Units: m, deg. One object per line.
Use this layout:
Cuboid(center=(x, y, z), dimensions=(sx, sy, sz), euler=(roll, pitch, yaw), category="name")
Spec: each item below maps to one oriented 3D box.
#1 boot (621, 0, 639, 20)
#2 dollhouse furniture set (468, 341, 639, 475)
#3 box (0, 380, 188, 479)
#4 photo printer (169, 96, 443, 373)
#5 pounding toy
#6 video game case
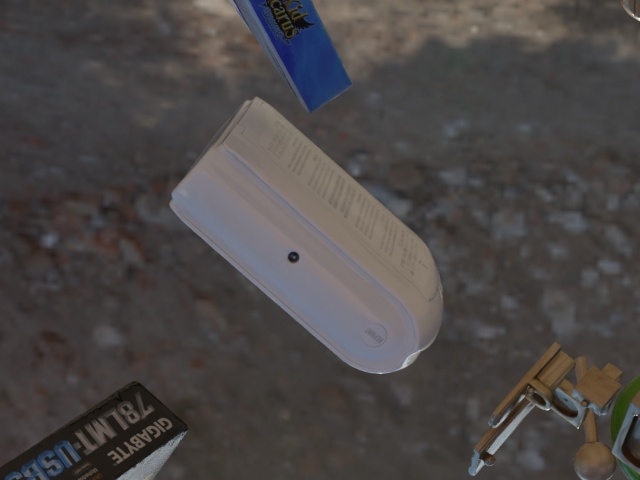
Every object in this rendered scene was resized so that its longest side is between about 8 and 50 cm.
Cuboid(center=(0.458, -0.361, 2.218), dimensions=(0.248, 0.090, 0.207), euler=(-9, -144, -23), category="boot")
Cuboid(center=(0.245, 0.197, 1.635), dimensions=(0.151, 0.123, 0.144), euler=(36, 154, 20), category="dollhouse furniture set")
Cuboid(center=(-0.267, 0.280, 1.382), dimensions=(0.073, 0.293, 0.295), euler=(39, -151, 11), category="box")
Cuboid(center=(0.000, 0.000, 1.759), dimensions=(0.307, 0.107, 0.256), euler=(41, -163, -7), category="photo printer")
Cuboid(center=(0.441, 0.228, 2.111), dimensions=(0.236, 0.183, 0.110), euler=(9, 157, -10), category="pounding toy")
Cuboid(center=(-0.082, -0.289, 1.656), dimensions=(0.061, 0.244, 0.269), euler=(-33, 144, -2), category="video game case")
